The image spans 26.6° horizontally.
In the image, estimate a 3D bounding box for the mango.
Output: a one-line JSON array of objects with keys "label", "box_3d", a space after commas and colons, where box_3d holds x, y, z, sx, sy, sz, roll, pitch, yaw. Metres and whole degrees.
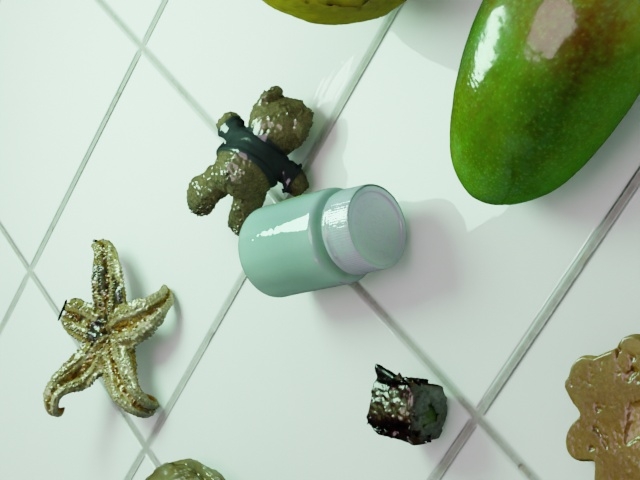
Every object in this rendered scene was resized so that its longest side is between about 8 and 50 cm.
[{"label": "mango", "box_3d": [0.271, -0.202, 1.654, 0.225, 0.201, 0.382, 42, 126, 17]}]

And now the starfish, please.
[{"label": "starfish", "box_3d": [-0.371, 0.165, 2.307, 0.303, 0.113, 0.312, 21, 89, 42]}]

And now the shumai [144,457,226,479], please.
[{"label": "shumai", "box_3d": [-0.260, 0.478, 2.032, 0.267, 0.262, 0.314, -31, 61, 37]}]

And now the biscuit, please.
[{"label": "biscuit", "box_3d": [0.374, 0.239, 1.587, 0.184, 0.035, 0.249, -34, 61, 38]}]

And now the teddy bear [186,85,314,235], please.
[{"label": "teddy bear", "box_3d": [-0.104, -0.112, 2.063, 0.182, 0.129, 0.251, 34, 107, 5]}]

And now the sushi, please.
[{"label": "sushi", "box_3d": [0.117, 0.220, 1.808, 0.084, 0.094, 0.098, 7, 88, 44]}]

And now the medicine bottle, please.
[{"label": "medicine bottle", "box_3d": [0.000, 0.000, 1.931, 0.225, 0.139, 0.139, -14, 74, 44]}]

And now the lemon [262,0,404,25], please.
[{"label": "lemon", "box_3d": [0.012, -0.475, 1.865, 0.350, 0.349, 0.387, -64, 17, 16]}]
